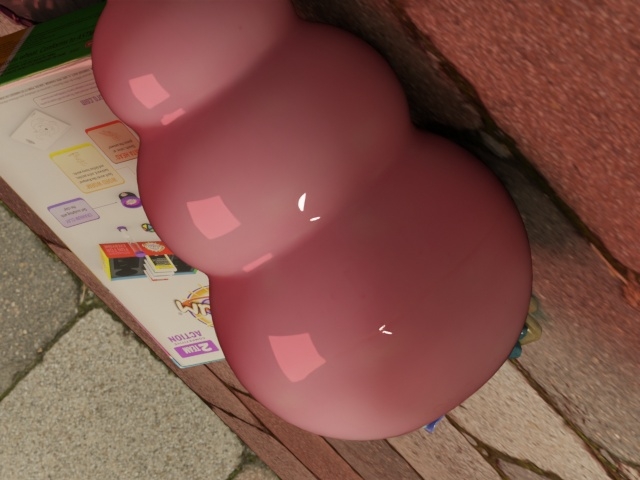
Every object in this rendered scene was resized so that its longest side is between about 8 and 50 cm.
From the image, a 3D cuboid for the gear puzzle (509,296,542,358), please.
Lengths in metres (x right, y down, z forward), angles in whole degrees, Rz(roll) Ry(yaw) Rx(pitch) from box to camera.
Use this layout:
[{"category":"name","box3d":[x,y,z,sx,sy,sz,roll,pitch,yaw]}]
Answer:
[{"category":"gear puzzle","box3d":[0.000,0.000,1.335,0.175,0.044,0.339,-21,127,39]}]

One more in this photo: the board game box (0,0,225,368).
[{"category":"board game box","box3d":[-0.094,-0.040,1.415,0.242,0.064,0.316,-13,132,34]}]

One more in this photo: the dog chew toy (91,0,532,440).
[{"category":"dog chew toy","box3d":[-0.017,-0.039,1.177,0.332,0.207,0.206,53,166,-11]}]

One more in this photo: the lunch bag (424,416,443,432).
[{"category":"lunch bag","box3d":[0.061,0.087,1.601,0.129,0.096,0.151,41,-178,-4]}]

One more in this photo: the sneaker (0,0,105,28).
[{"category":"sneaker","box3d":[-0.167,-0.192,1.410,0.224,0.083,0.098,27,153,17]}]
